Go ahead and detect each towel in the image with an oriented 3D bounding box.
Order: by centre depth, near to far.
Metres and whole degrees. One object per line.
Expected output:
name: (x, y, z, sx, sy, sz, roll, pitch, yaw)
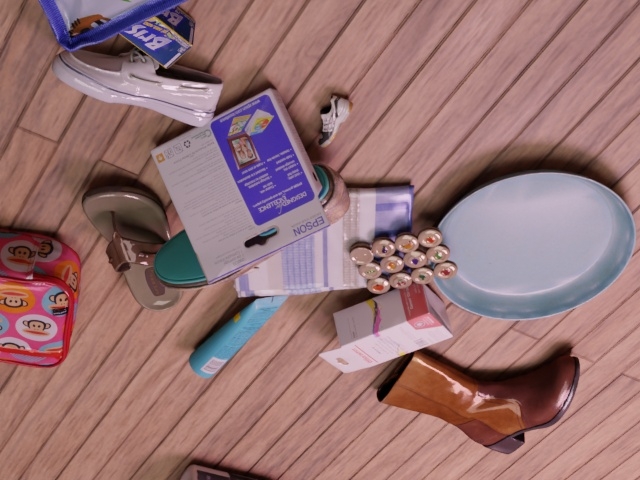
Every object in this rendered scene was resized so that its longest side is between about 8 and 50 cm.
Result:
towel: (0.000, 0.000, 1.745, 0.285, 0.034, 0.209, -4, 132, -1)

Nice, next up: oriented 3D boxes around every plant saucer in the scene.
plant saucer: (0.323, 0.003, 1.755, 0.317, 0.044, 0.318, -1, 134, -1)

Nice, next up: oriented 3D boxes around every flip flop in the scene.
flip flop: (-0.277, 0.023, 1.720, 0.112, 0.080, 0.277, -9, 134, 6)

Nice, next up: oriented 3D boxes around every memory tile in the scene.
memory tile: (0.127, 0.032, 1.741, 0.148, 0.012, 0.113, -14, 131, 17)

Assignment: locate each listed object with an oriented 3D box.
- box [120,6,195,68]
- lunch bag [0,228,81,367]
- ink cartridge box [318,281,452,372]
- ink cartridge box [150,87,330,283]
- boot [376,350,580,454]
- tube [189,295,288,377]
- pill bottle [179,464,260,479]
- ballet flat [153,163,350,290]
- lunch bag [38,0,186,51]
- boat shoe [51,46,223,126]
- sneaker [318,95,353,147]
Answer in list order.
box: (-0.238, -0.294, 1.429, 0.169, 0.059, 0.054, 35, 126, -30)
lunch bag: (-0.525, 0.096, 1.763, 0.293, 0.120, 0.258, 9, 137, -9)
ink cartridge box: (0.100, 0.143, 1.845, 0.198, 0.067, 0.115, -22, 148, 17)
ink cartridge box: (-0.108, -0.074, 1.576, 0.206, 0.045, 0.208, -24, 87, 20)
boot: (0.276, 0.242, 1.978, 0.280, 0.096, 0.264, 26, 136, -16)
tube: (-0.138, 0.152, 1.871, 0.207, 0.052, 0.080, -43, 163, 32)
pill bottle: (-0.149, 0.517, 2.173, 0.245, 0.130, 0.130, 18, 131, -20)
ballet flat: (-0.092, -0.003, 1.651, 0.316, 0.108, 0.106, -25, 156, 18)
lunch bag: (-0.123, -0.416, 1.133, 0.385, 0.328, 0.239, -18, 131, 17)
boat shoe: (-0.236, -0.221, 1.498, 0.226, 0.083, 0.076, 14, 121, -30)
sneaker: (0.013, -0.168, 1.587, 0.037, 0.032, 0.083, 26, 124, -8)
